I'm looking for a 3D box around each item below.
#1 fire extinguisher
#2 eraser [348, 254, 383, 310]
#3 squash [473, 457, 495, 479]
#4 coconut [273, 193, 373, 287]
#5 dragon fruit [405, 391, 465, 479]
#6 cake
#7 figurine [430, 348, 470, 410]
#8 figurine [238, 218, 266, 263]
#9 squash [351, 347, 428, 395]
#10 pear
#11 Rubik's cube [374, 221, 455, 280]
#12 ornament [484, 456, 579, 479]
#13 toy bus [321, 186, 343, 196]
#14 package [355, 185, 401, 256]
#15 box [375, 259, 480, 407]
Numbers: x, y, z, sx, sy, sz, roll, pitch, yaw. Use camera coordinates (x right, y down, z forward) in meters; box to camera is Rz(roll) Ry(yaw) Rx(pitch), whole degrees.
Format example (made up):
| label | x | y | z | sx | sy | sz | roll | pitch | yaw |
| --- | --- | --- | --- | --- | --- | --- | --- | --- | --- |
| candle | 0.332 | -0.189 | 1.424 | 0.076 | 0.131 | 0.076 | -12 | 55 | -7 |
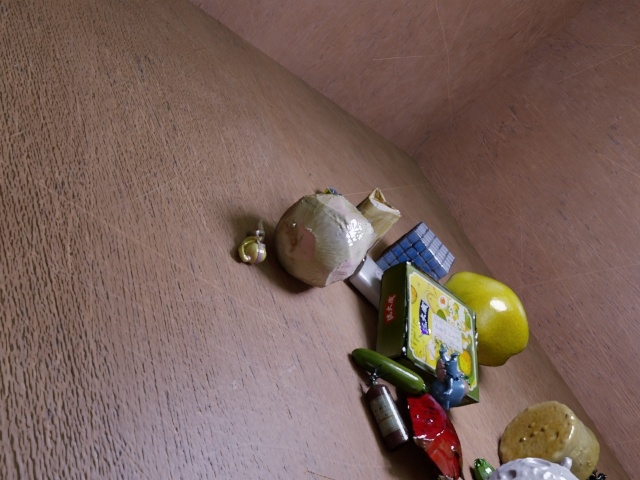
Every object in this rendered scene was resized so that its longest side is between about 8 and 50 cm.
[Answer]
| label | x | y | z | sx | sy | sz | roll | pitch | yaw |
| --- | --- | --- | --- | --- | --- | --- | --- | --- | --- |
| fire extinguisher | 0.190 | 0.462 | 1.451 | 0.071 | 0.099 | 0.231 | 48 | 16 | -53 |
| eraser | 0.230 | 0.193 | 1.941 | 0.270 | 0.095 | 0.174 | 47 | 27 | -7 |
| squash | 0.547 | 0.787 | 1.612 | 0.077 | 0.068 | 0.219 | 3 | 50 | -45 |
| coconut | 0.000 | 0.000 | 1.599 | 0.297 | 0.297 | 0.254 | 52 | 20 | 9 |
| dragon fruit | 0.348 | 0.571 | 1.508 | 0.282 | 0.100 | 0.343 | 61 | 9 | -11 |
| cake | 0.852 | 0.789 | 1.832 | 0.321 | 0.332 | 0.332 | 47 | 23 | -7 |
| figurine | 0.413 | 0.428 | 1.606 | 0.144 | 0.178 | 0.114 | -5 | 8 | -25 |
| figurine | -0.196 | 0.003 | 1.524 | 0.083 | 0.083 | 0.187 | 37 | 32 | -26 |
| squash | 0.210 | 0.393 | 1.550 | 0.258 | 0.069 | 0.069 | 27 | 24 | 4 |
| pear | 0.661 | 0.323 | 2.159 | 0.418 | 0.362 | 0.362 | 46 | 21 | 23 |
| Rubik's cube | 0.410 | 0.090 | 2.235 | 0.237 | 0.237 | 0.238 | 51 | 24 | 3 |
| ornament | 0.576 | 0.763 | 1.371 | 0.337 | 0.337 | 0.337 | 39 | 25 | -22 |
| toy bus | 0.094 | -0.127 | 2.217 | 0.226 | 0.074 | 0.081 | 52 | 24 | 6 |
| package | 0.132 | -0.017 | 1.813 | 0.165 | 0.311 | 0.221 | 45 | 22 | -3 |
| box | 0.382 | 0.331 | 1.809 | 0.420 | 0.138 | 0.373 | 35 | 46 | -28 |
